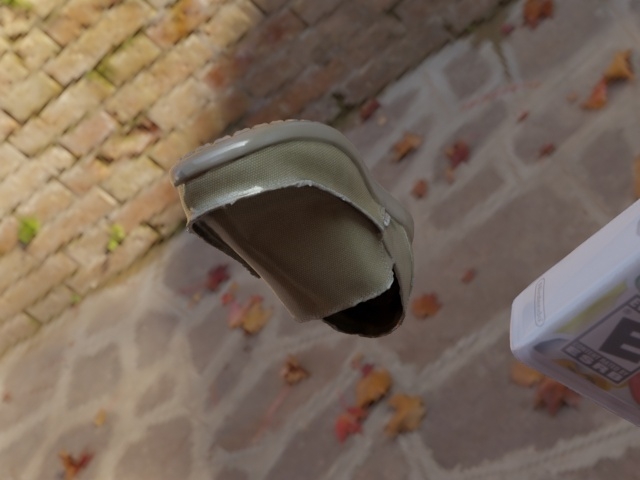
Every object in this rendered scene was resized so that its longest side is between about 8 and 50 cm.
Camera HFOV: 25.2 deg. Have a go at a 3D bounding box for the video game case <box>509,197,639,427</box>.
[{"bbox_3d":[0.199,0.020,0.354,0.206,0.227,0.026,-44,26,39],"label":"video game case"}]

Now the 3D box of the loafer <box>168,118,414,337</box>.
[{"bbox_3d":[0.000,0.000,0.918,0.102,0.268,0.092,-24,67,21],"label":"loafer"}]
